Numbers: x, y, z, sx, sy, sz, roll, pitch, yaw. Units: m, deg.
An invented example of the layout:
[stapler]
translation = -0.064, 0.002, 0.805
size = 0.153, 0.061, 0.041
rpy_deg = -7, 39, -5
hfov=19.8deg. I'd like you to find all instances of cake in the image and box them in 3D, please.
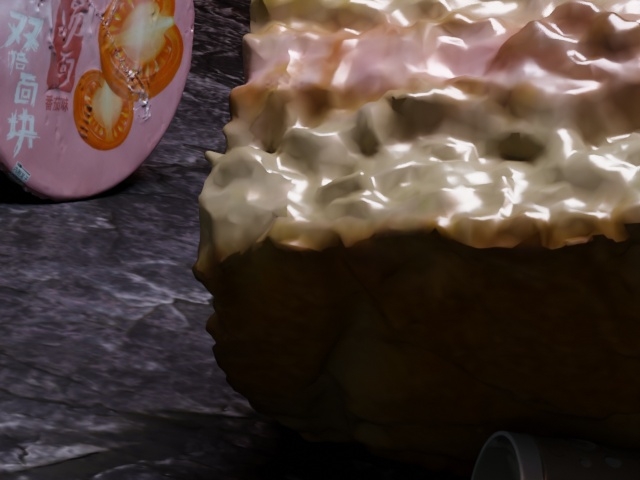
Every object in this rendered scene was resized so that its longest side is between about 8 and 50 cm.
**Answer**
[cake]
translation = 0.121, -0.043, 0.954
size = 0.314, 0.293, 0.306
rpy_deg = 1, 52, 14

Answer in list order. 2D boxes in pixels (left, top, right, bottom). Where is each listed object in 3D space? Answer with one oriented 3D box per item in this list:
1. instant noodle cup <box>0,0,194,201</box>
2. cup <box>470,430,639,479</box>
[instant noodle cup]
translation = -0.259, -0.166, 1.415
size = 0.231, 0.243, 0.243
rpy_deg = 13, 13, 35
[cup]
translation = 0.123, 0.140, 0.876
size = 0.099, 0.102, 0.074
rpy_deg = 9, 54, -14
